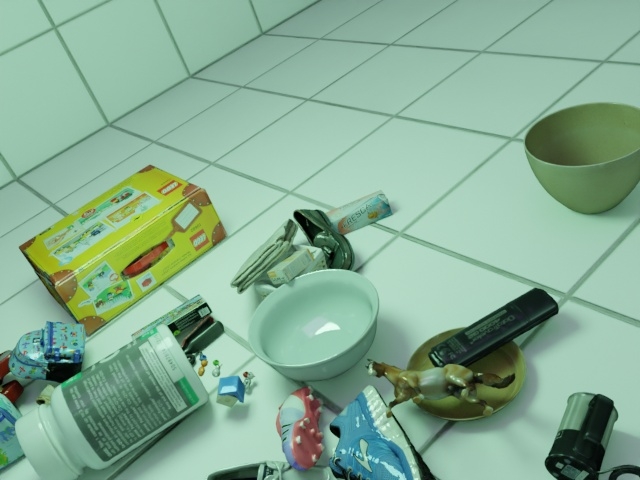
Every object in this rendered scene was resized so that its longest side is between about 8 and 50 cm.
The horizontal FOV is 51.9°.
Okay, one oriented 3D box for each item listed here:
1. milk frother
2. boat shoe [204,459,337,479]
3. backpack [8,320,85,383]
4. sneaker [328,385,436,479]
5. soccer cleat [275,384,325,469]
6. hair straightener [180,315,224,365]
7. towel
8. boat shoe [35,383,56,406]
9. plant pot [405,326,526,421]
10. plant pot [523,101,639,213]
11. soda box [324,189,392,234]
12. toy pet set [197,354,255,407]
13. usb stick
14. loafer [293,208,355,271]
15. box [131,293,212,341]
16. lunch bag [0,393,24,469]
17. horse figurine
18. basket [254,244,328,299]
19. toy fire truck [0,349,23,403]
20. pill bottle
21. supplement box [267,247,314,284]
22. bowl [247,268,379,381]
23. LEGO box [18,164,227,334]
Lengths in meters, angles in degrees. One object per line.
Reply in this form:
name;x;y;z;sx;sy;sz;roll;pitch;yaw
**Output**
milk frother;0.459;0.334;1.060;0.143;0.129;0.135;37;54;3
boat shoe;-0.089;0.446;1.198;0.258;0.084;0.095;-14;34;12
backpack;-0.697;0.283;1.680;0.173;0.117;0.158;9;27;-20
sneaker;0.105;0.402;1.141;0.147;0.130;0.330;-35;28;-2
soccer cleat;-0.047;0.367;1.259;0.095;0.083;0.248;-35;13;12
hair straightener;-0.320;0.274;1.598;0.089;0.047;0.230;15;43;41
towel;-0.142;0.034;1.703;0.187;0.049;0.282;-43;6;8
boat shoe;-0.638;0.402;1.594;0.170;0.063;0.059;6;44;49
plant pot;0.284;0.264;1.294;0.236;0.032;0.236;-14;35;10
plant pot;0.643;-0.177;1.571;0.284;0.191;0.284;-14;35;10
soda box;0.104;-0.074;1.846;0.183;0.058;0.063;-23;33;-1
toy pet set;-0.200;0.296;1.432;0.065;0.122;0.114;-52;24;33
usb stick;0.346;0.180;1.310;0.278;0.045;0.077;-28;41;-10
loafer;0.000;0.000;1.738;0.084;0.096;0.267;13;25;-32
box;-0.385;0.216;1.699;0.207;0.036;0.114;-32;15;-15
lunch bag;-0.785;0.458;1.486;0.219;0.176;0.090;-31;34;-15
horse figurine;0.214;0.266;1.200;0.263;0.066;0.174;-4;9;4
basket;-0.065;0.102;1.652;0.113;0.103;0.167;8;43;37
toy fire truck;-0.924;0.391;1.693;0.254;0.169;0.302;-9;30;52
pill bottle;-0.441;0.355;1.413;0.361;0.204;0.204;-31;35;-15
supplement box;-0.070;0.062;1.558;0.098;0.036;0.062;-38;15;-35
bowl;0.002;0.206;1.440;0.297;0.134;0.298;-15;34;11
LEGO box;-0.602;0.003;2.007;0.500;0.193;0.372;-38;37;-23
